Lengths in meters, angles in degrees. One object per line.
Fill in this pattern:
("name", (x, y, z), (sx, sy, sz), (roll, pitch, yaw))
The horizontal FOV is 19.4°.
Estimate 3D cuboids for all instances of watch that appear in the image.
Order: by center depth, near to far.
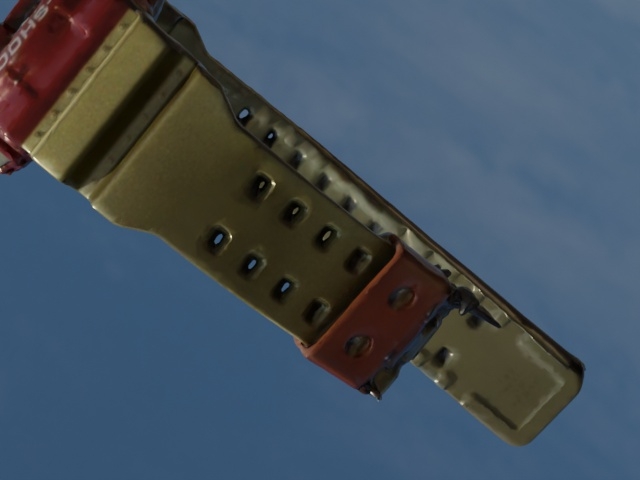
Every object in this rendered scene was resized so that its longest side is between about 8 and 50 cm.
("watch", (-0.005, -0.003, 0.678), (0.268, 0.102, 0.165), (39, -172, -7))
